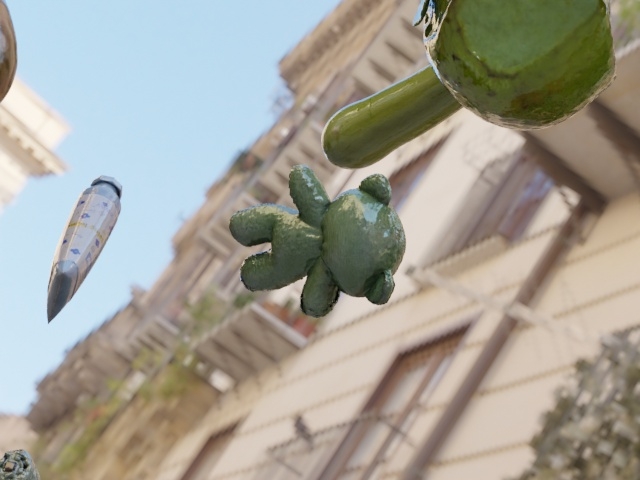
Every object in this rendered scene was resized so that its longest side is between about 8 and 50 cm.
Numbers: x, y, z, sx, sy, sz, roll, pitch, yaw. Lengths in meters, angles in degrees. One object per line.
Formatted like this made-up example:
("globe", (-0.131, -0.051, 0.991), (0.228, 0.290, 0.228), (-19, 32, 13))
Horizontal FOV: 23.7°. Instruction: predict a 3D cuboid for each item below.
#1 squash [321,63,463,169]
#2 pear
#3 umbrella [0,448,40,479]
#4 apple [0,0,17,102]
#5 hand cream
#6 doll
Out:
("squash", (0.103, -0.158, 1.857), (0.250, 0.083, 0.083), (-28, -63, 34))
("pear", (0.150, -0.224, 1.176), (0.164, 0.238, 0.255), (-3, -68, 12))
("umbrella", (-0.315, 0.277, 1.622), (0.067, 0.062, 0.143), (33, -29, 24))
("apple", (-0.415, -0.202, 1.580), (0.188, 0.188, 0.174), (15, 11, 36))
("hand cream", (-0.220, 0.000, 1.405), (0.043, 0.170, 0.065), (20, -51, -2))
("doll", (0.000, 0.000, 1.138), (0.150, 0.115, 0.077), (-2, 2, 34))
